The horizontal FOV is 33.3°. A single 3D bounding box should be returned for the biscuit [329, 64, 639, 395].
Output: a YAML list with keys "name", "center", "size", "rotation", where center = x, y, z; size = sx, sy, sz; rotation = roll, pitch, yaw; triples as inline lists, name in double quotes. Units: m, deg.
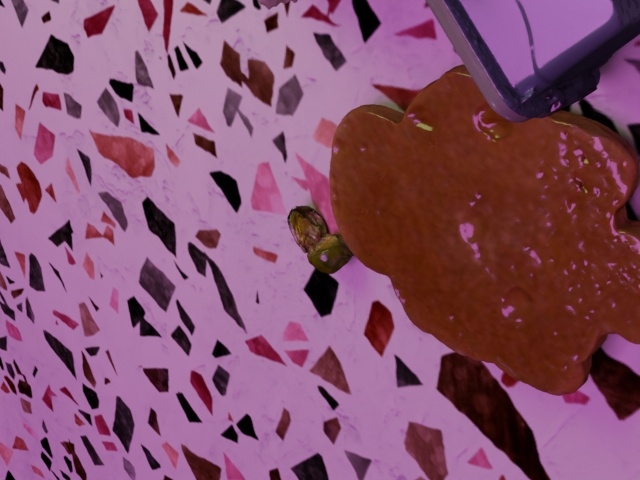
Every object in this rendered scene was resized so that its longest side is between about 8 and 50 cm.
- name: "biscuit"
  center: [0.157, -0.015, 0.938]
  size: [0.376, 0.051, 0.269]
  rotation: [26, 126, 36]

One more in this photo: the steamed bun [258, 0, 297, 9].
- name: "steamed bun"
  center: [-0.075, -0.369, 0.848]
  size: [0.312, 0.233, 0.334]
  rotation: [40, 135, 25]

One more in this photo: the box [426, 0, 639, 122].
- name: "box"
  center: [0.143, -0.209, 0.764]
  size: [0.130, 0.162, 0.227]
  rotation: [-34, 85, 41]

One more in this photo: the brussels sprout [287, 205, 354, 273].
- name: "brussels sprout"
  center: [-0.001, 0.000, 1.136]
  size: [0.083, 0.046, 0.051]
  rotation: [50, 145, 30]
